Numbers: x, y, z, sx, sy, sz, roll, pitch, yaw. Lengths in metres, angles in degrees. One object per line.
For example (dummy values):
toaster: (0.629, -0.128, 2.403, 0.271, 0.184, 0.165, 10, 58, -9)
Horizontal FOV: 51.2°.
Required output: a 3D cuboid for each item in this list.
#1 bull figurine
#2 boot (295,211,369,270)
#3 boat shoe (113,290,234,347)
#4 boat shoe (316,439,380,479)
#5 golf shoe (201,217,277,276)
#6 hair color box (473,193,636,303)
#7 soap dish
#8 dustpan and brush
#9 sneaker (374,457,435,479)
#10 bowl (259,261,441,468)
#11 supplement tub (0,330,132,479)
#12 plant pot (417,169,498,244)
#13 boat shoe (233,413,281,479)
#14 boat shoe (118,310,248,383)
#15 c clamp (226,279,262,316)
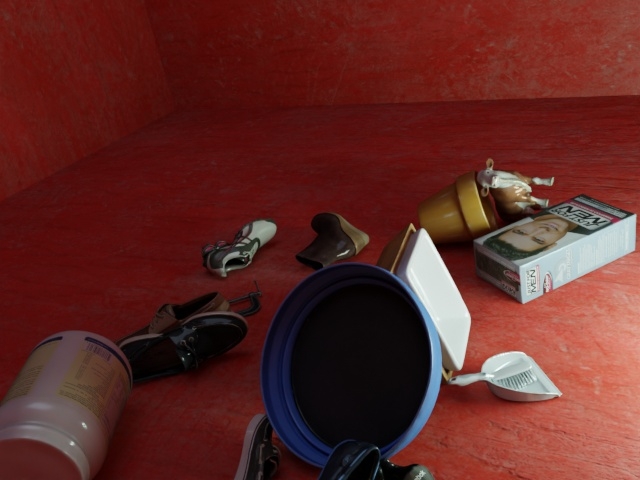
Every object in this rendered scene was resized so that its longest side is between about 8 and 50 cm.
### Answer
bull figurine: (0.550, -0.128, 1.872, 0.188, 0.310, 0.101, 15, 79, 26)
boot: (0.000, 0.000, 2.024, 0.206, 0.090, 0.248, -28, 34, -33)
boat shoe: (-0.387, 0.215, 1.726, 0.324, 0.116, 0.123, -21, 27, -9)
boat shoe: (0.023, 0.435, 1.072, 0.089, 0.109, 0.258, -21, 39, 46)
golf shoe: (-0.235, 0.029, 2.085, 0.272, 0.105, 0.120, -31, 48, -23)
hair color box: (0.604, 0.012, 1.726, 0.374, 0.114, 0.185, -22, 28, -18)
soap dish: (0.217, 0.140, 1.469, 0.118, 0.291, 0.229, -19, 21, 28)
dustpan and brush: (0.360, 0.280, 1.358, 0.211, 0.060, 0.147, -15, 27, -6)
sneaker: (0.174, 0.427, 1.096, 0.234, 0.106, 0.078, 12, 36, 39)
bowl: (0.055, 0.238, 1.285, 0.391, 0.391, 0.077, 12, -7, 39)
supplement tub: (-0.536, 0.364, 1.371, 0.235, 0.235, 0.325, -10, 27, 5)
plant pot: (0.388, -0.075, 1.920, 0.187, 0.205, 0.205, -19, 23, 22)
boat shoe: (-0.111, 0.422, 1.266, 0.070, 0.078, 0.219, -6, 35, 13)
boat shoe: (-0.337, 0.267, 1.603, 0.340, 0.127, 0.113, -11, 28, 4)
c clamp: (-0.232, 0.178, 1.855, 0.160, 0.022, 0.137, -19, 34, -15)
